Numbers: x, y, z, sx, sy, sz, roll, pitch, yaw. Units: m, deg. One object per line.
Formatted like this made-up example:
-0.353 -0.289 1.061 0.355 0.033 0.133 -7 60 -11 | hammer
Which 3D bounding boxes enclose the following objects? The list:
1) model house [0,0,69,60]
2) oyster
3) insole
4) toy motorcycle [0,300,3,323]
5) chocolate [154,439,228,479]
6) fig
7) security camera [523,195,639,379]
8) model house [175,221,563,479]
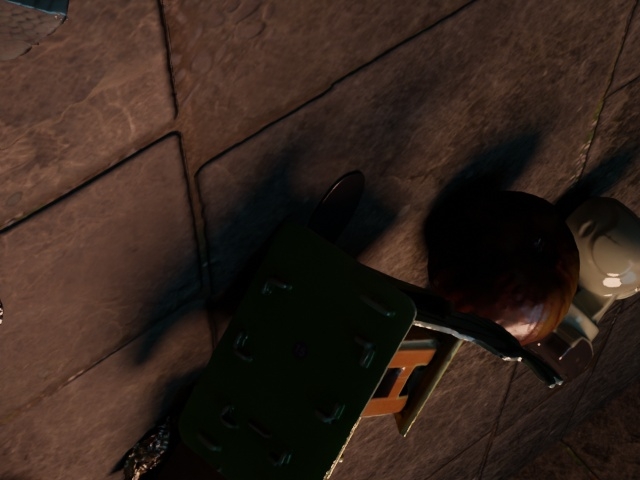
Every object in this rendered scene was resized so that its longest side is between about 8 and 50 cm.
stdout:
-0.227 -0.177 0.825 0.100 0.087 0.101 11 161 -33 | model house
-0.210 0.275 1.674 0.086 0.029 0.132 0 130 -56 | oyster
0.000 0.000 1.548 0.080 0.003 0.232 -18 148 -41 | insole
-0.401 0.102 1.017 0.298 0.089 0.171 -32 154 -18 | toy motorcycle
-0.156 0.326 1.699 0.112 0.112 0.321 -35 165 -39 | chocolate
0.230 0.065 1.806 0.217 0.217 0.321 -28 171 -27 | fig
0.407 0.057 2.024 0.277 0.191 0.197 -48 153 0 | security camera
0.084 0.187 1.530 0.324 0.340 0.300 5 115 -61 | model house
